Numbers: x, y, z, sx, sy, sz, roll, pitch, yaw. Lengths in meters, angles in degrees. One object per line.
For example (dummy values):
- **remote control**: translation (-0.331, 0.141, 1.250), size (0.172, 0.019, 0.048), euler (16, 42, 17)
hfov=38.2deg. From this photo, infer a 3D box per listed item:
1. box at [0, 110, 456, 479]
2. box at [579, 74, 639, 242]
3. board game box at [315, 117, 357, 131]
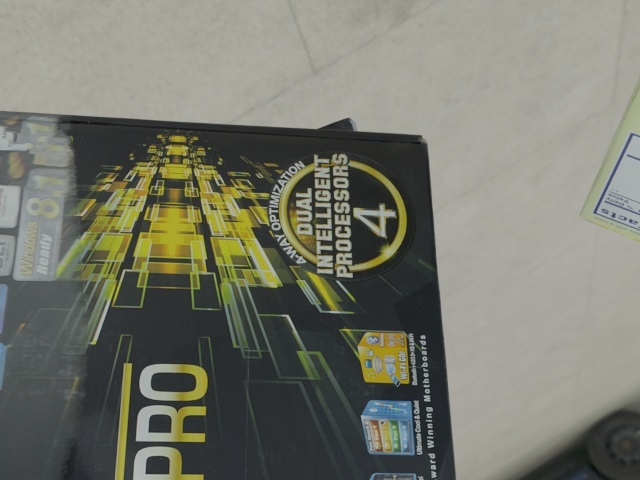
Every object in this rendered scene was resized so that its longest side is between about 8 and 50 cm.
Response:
- **box**: translation (-0.078, 0.108, 0.591), size (0.318, 0.395, 0.097), euler (2, 153, -5)
- **box**: translation (0.247, -0.128, 0.475), size (0.214, 0.117, 0.243), euler (-62, 166, -22)
- **board game box**: translation (0.000, 0.000, 1.065), size (0.165, 0.243, 0.042), euler (-20, 172, 8)
